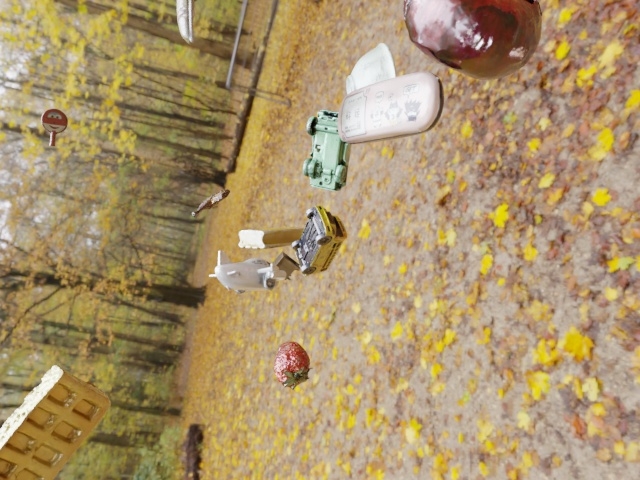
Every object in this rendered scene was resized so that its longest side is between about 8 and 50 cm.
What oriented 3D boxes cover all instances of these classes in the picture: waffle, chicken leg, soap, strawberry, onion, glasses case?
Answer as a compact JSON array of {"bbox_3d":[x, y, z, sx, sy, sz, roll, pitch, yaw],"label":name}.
[{"bbox_3d":[-0.603,0.425,1.120,0.057,0.168,0.274,11,57,40],"label":"waffle"},{"bbox_3d":[-0.347,-0.119,1.625,0.145,0.037,0.062,-35,17,-15],"label":"chicken leg"},{"bbox_3d":[-0.214,-0.014,2.325,0.174,0.274,0.089,1,95,39],"label":"soap"},{"bbox_3d":[-0.096,0.391,1.640,0.148,0.131,0.131,50,136,26],"label":"strawberry"},{"bbox_3d":[0.273,-0.405,0.898,0.219,0.252,0.252,114,161,-46],"label":"onion"},{"bbox_3d":[0.140,-0.279,1.105,0.314,0.075,0.122,7,91,56],"label":"glasses case"}]

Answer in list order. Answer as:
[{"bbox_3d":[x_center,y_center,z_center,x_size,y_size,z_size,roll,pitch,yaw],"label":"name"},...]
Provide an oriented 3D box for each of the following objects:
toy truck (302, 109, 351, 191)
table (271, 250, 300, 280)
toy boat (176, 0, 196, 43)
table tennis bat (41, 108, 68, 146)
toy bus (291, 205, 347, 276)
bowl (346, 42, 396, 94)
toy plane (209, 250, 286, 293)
[{"bbox_3d":[0.035,-0.323,1.838,0.156,0.155,0.278,-38,-41,-63],"label":"toy truck"},{"bbox_3d":[-0.126,0.097,1.860,0.070,0.082,0.083,-51,11,6],"label":"table"},{"bbox_3d":[-0.467,-0.839,1.801,0.276,0.111,0.293,-133,52,-71],"label":"toy boat"},{"bbox_3d":[-1.102,-0.467,2.117,0.019,0.098,0.154,19,102,58],"label":"table tennis bat"},{"bbox_3d":[0.000,0.000,2.014,0.331,0.151,0.145,118,139,-52],"label":"toy bus"},{"bbox_3d":[0.178,-0.564,1.907,0.313,0.146,0.313,171,90,-86],"label":"bowl"},{"bbox_3d":[-0.222,0.100,1.566,0.245,0.245,0.117,147,123,-68],"label":"toy plane"}]
